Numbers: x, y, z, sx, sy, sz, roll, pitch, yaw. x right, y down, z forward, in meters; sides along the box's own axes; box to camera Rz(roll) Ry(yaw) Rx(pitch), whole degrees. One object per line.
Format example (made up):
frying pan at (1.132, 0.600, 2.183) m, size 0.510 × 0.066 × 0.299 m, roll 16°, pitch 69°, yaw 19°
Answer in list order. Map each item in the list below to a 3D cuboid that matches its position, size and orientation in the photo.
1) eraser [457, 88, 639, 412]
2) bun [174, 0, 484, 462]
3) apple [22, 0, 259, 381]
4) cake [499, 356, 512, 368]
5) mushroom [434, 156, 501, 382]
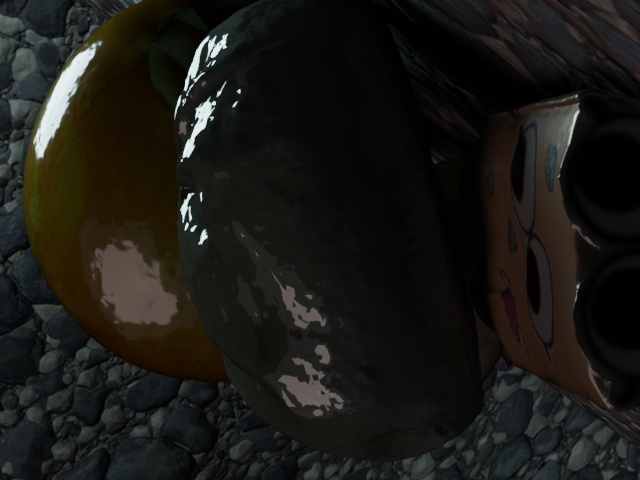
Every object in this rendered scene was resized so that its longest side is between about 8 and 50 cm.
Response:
eraser at (0.151, 0.001, 1.030) m, size 0.087 × 0.171 × 0.290 m, roll -5°, pitch -178°, yaw -5°
bun at (0.001, 0.004, 1.240) m, size 0.354 × 0.194 × 0.354 m, roll -16°, pitch -90°, yaw -84°
apple at (-0.092, -0.070, 1.591) m, size 0.374 × 0.384 × 0.374 m, roll 16°, pitch 136°, yaw 16°
cake at (0.171, 0.018, 2.036) m, size 0.116 × 0.113 × 0.295 m, roll 28°, pitch 158°, yaw 50°
mushroom at (0.140, 0.021, 1.480) m, size 0.206 × 0.209 × 0.206 m, roll 158°, pitch 90°, yaw -89°
